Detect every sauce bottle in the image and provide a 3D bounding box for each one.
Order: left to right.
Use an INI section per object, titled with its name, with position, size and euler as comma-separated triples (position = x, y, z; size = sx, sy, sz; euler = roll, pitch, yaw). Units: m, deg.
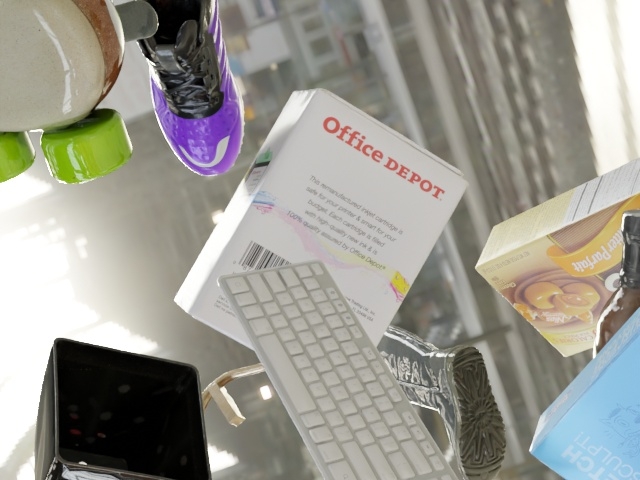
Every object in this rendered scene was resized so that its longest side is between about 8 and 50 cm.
[sauce bottle]
position = 0.350, 0.140, 1.496
size = 0.111, 0.111, 0.345
euler = -86, 0, -82

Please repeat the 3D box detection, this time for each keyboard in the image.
[keyboard]
position = 0.022, 0.103, 0.767
size = 0.256, 0.072, 0.014
euler = 58, 140, 38

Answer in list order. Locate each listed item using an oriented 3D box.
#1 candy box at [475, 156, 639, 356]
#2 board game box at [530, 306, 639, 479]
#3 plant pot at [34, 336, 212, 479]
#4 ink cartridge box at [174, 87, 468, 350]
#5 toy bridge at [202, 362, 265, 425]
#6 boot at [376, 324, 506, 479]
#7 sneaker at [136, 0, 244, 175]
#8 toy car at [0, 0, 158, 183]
[candy box]
position = 0.365, 0.017, 1.678
size = 0.183, 0.316, 0.088
euler = 43, -131, -17
[board game box]
position = 0.350, 0.156, 0.998
size = 0.316, 0.242, 0.064
euler = 36, -152, 2
[plant pot]
position = -0.253, 0.254, 1.644
size = 0.167, 0.187, 0.188
euler = -58, 30, 34
[ink cartridge box]
position = 0.000, 0.000, 1.513
size = 0.201, 0.278, 0.117
euler = 30, 178, -16
[toy bridge]
position = -0.121, 0.209, 1.772
size = 0.063, 0.188, 0.026
euler = 53, -172, 30
[boot]
position = 0.143, 0.204, 1.749
size = 0.208, 0.076, 0.190
euler = -3, 95, 60
[sneaker]
position = -0.154, -0.200, 1.512
size = 0.146, 0.102, 0.294
euler = -77, -21, -70
[toy car]
position = -0.160, -0.144, 0.867
size = 0.188, 0.148, 0.155
euler = -50, -49, -50
